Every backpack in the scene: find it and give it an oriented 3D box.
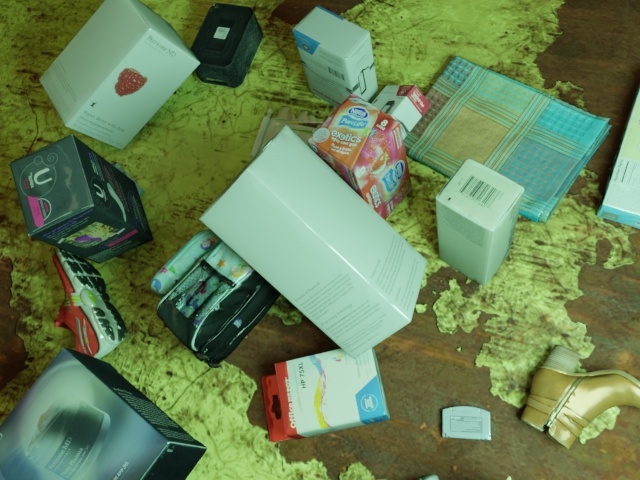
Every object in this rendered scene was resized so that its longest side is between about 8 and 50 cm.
[{"bbox_3d":[-0.180,0.087,1.138,0.253,0.225,0.191,-44,71,-11],"label":"backpack"}]

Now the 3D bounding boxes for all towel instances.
[{"bbox_3d":[0.367,-0.221,1.242,0.370,0.040,0.271,33,77,22],"label":"towel"}]

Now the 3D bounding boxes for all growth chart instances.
[{"bbox_3d":[-0.045,-0.212,1.339,0.237,0.021,0.172,20,73,19],"label":"growth chart"}]

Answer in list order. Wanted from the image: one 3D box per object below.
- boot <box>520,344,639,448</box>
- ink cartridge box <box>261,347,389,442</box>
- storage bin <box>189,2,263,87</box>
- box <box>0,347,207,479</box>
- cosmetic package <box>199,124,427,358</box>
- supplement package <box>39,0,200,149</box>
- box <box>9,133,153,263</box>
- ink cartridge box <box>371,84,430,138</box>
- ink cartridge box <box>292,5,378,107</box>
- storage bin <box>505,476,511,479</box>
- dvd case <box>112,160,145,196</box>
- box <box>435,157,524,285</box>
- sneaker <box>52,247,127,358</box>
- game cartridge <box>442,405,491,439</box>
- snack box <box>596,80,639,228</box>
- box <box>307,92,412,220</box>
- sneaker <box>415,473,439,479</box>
[{"bbox_3d":[0.451,0.283,1.002,0.197,0.073,0.152,23,73,32],"label":"boot"},{"bbox_3d":[-0.001,0.283,1.096,0.231,0.078,0.134,-15,66,7],"label":"ink cartridge box"},{"bbox_3d":[-0.230,-0.477,1.454,0.122,0.084,0.180,14,73,18],"label":"storage bin"},{"bbox_3d":[-0.430,0.409,1.085,0.294,0.183,0.296,31,77,23],"label":"box"},{"bbox_3d":[0.000,0.000,1.041,0.365,0.197,0.155,43,125,-8],"label":"cosmetic package"},{"bbox_3d":[-0.463,-0.391,1.377,0.293,0.177,0.175,-44,64,13],"label":"supplement package"},{"bbox_3d":[-0.484,-0.074,1.233,0.143,0.270,0.165,-24,73,2],"label":"box"},{"bbox_3d":[0.142,-0.255,1.266,0.150,0.063,0.109,-51,31,-10],"label":"ink cartridge box"},{"bbox_3d":[0.038,-0.382,1.291,0.148,0.203,0.086,35,77,22],"label":"ink cartridge box"},{"bbox_3d":[0.247,0.491,0.860,0.123,0.260,0.262,36,80,27],"label":"storage bin"},{"bbox_3d":[-0.480,-0.122,1.403,0.087,0.013,0.119,-44,65,-7],"label":"dvd case"},{"bbox_3d":[0.276,-0.023,1.050,0.113,0.275,0.094,35,79,22],"label":"box"},{"bbox_3d":[-0.522,0.132,1.263,0.118,0.107,0.279,-38,63,6],"label":"sneaker"},{"bbox_3d":[0.259,0.323,1.057,0.083,0.017,0.056,0,72,13],"label":"game cartridge"},{"bbox_3d":[0.673,-0.167,1.139,0.187,0.060,0.322,20,74,19],"label":"snack box"},{"bbox_3d":[0.084,-0.143,1.152,0.122,0.257,0.128,37,80,25],"label":"box"},{"bbox_3d":[0.124,0.494,0.979,0.232,0.090,0.115,-35,69,-2],"label":"sneaker"}]
